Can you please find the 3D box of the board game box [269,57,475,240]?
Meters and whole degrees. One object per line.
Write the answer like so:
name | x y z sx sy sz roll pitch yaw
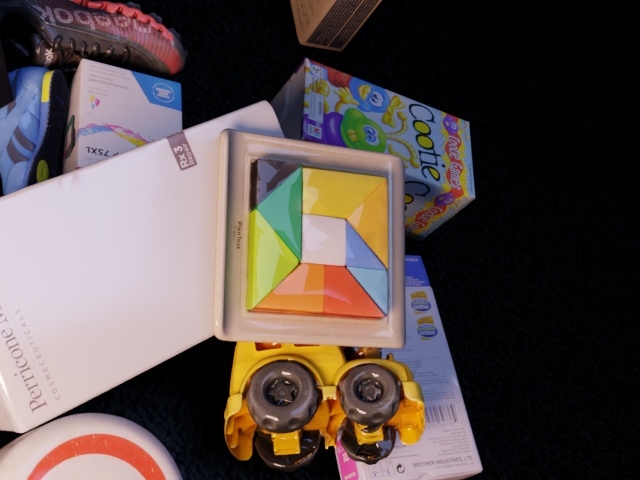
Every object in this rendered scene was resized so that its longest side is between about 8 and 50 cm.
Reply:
board game box | 0.066 -0.124 1.235 0.275 0.142 0.144 17 56 -24

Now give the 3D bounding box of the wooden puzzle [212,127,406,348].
wooden puzzle | 0.000 0.000 0.916 0.239 0.044 0.221 7 77 -29

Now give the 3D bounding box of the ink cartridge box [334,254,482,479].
ink cartridge box | 0.087 0.167 1.131 0.186 0.065 0.311 2 65 -31

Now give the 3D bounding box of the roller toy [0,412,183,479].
roller toy | -0.228 0.265 0.801 0.191 0.146 0.209 38 54 -17

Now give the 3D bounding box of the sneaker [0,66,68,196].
sneaker | -0.357 -0.111 1.019 0.082 0.069 0.209 0 68 4

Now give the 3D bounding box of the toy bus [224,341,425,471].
toy bus | 0.001 0.145 1.003 0.220 0.149 0.211 -3 53 -1

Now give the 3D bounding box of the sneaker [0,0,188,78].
sneaker | -0.309 -0.256 1.102 0.276 0.097 0.135 19 54 -20

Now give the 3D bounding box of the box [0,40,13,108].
box | -0.475 -0.272 0.821 0.179 0.343 0.312 -40 88 -21

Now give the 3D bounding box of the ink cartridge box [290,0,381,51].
ink cartridge box | 0.024 -0.455 1.370 0.088 0.193 0.234 5 62 -30

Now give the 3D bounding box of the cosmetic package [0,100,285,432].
cosmetic package | -0.196 0.020 0.913 0.385 0.156 0.217 -29 95 -32

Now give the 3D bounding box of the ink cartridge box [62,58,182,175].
ink cartridge box | -0.244 -0.097 1.063 0.134 0.078 0.231 9 59 -29
